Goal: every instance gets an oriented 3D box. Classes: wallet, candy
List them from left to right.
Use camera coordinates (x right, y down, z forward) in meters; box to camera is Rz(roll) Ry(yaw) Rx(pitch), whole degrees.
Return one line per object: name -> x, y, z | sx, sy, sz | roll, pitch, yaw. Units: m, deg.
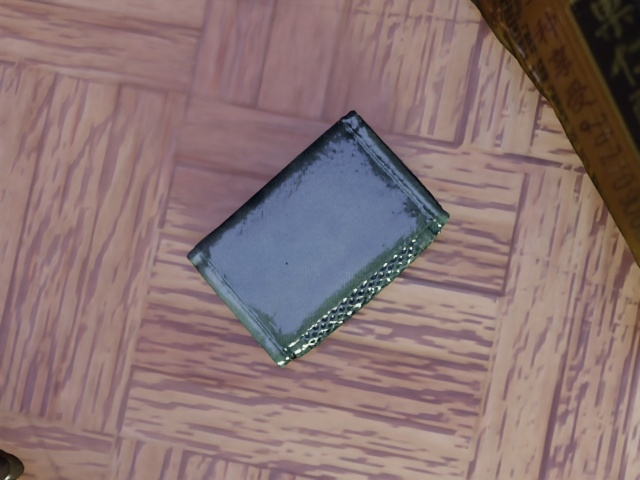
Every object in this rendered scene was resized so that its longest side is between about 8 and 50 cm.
wallet -> 0.000, 0.000, 0.931 | 0.129, 0.026, 0.088 | -41, 86, -2
candy -> 0.174, -0.089, 0.889 | 0.143, 0.101, 0.271 | -32, 75, 25

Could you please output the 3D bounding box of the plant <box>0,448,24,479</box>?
plant -> -0.314, 0.169, 0.864 | 0.320, 0.181, 0.194 | -1, 78, 3
